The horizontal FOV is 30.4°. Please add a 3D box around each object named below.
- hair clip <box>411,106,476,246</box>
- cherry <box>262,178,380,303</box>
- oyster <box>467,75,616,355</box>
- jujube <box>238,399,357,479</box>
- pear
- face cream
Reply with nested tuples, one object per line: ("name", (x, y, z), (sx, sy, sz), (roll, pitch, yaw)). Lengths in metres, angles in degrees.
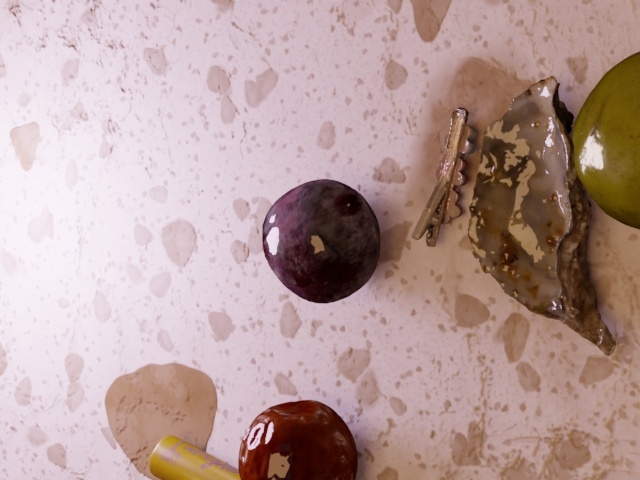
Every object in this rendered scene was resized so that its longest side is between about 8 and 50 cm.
("hair clip", (0.195, -0.092, 1.774), (0.062, 0.056, 0.214), (24, 97, 46))
("cherry", (0.005, -0.007, 1.819), (0.195, 0.195, 0.195), (2, 93, 32))
("oyster", (0.310, -0.028, 1.686), (0.204, 0.111, 0.396), (-9, 88, 50))
("jujube", (-0.028, 0.382, 1.860), (0.190, 0.190, 0.255), (-9, 100, 32))
("pear", (0.474, -0.138, 1.486), (0.307, 0.253, 0.253), (-21, 81, 19))
("face cream", (-0.167, 0.419, 2.002), (0.273, 0.078, 0.078), (21, 103, 30))
